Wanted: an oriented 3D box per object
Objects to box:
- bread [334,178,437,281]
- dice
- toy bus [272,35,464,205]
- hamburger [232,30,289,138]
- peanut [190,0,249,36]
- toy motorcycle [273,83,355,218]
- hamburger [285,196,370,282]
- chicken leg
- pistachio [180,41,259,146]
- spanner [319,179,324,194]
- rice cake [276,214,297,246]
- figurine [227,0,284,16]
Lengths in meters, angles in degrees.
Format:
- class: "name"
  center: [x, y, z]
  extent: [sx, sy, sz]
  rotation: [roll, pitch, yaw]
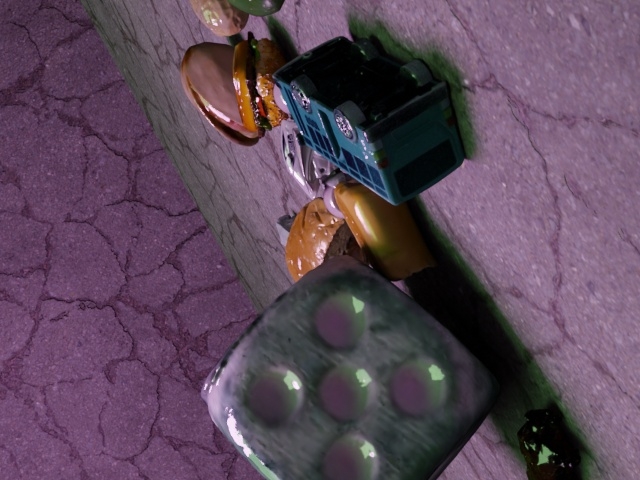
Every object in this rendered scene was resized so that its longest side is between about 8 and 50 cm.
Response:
- class: "bread"
  center: [0.096, -0.023, 1.502]
  extent: [0.173, 0.085, 0.134]
  rotation: [61, 172, -12]
- class: "dice"
  center: [0.047, 0.239, 1.532]
  extent: [0.348, 0.330, 0.328]
  rotation: [39, 174, 14]
- class: "toy bus"
  center: [0.057, -0.157, 1.272]
  extent: [0.256, 0.128, 0.147]
  rotation: [39, 157, 53]
- class: "hamburger"
  center: [-0.092, -0.263, 1.665]
  extent: [0.166, 0.087, 0.137]
  rotation: [79, -172, -55]
- class: "peanut"
  center: [-0.191, -0.439, 1.700]
  extent: [0.214, 0.090, 0.098]
  rotation: [60, -163, 6]
- class: "toy motorcycle"
  center: [-0.010, -0.146, 1.592]
  extent: [0.254, 0.112, 0.112]
  rotation: [63, 167, -8]
- class: "hamburger"
  center: [0.000, 0.000, 1.779]
  extent: [0.155, 0.135, 0.207]
  rotation: [43, 158, 21]
- class: "chicken leg"
  center: [0.327, 0.320, 1.422]
  extent: [0.105, 0.063, 0.233]
  rotation: [54, 168, 47]
- class: "pistachio"
  center: [-0.177, -0.277, 1.878]
  extent: [0.215, 0.144, 0.144]
  rotation: [53, 166, 9]
- class: "spanner"
  center: [0.005, -0.116, 1.803]
  extent: [0.087, 0.024, 0.315]
  rotation: [52, 166, 39]
- class: "rice cake"
  center: [-0.012, 0.017, 2.063]
  extent: [0.336, 0.063, 0.066]
  rotation: [37, 145, 63]
- class: "figurine"
  center: [-0.118, -0.436, 1.384]
  extent: [0.185, 0.127, 0.234]
  rotation: [61, 180, 33]
